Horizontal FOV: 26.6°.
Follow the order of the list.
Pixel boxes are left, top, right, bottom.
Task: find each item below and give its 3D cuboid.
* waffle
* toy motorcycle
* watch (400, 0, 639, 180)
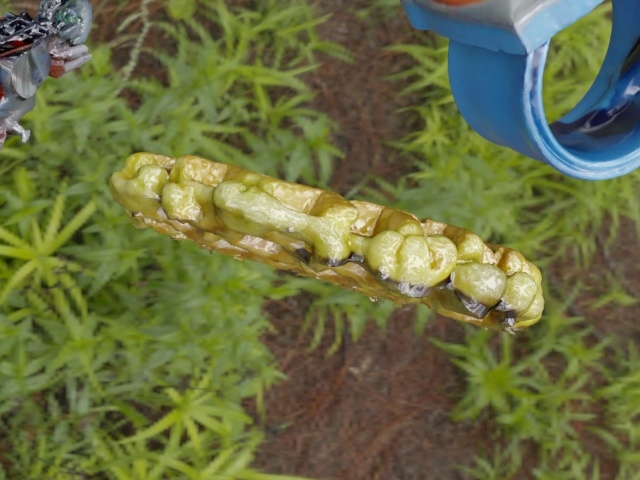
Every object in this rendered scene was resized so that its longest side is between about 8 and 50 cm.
[{"bbox_3d":[0.010,0.003,0.898,0.300,0.281,0.058,16,86,1],"label":"waffle"},{"bbox_3d":[-0.280,-0.151,1.246,0.213,0.082,0.122,-42,151,-45],"label":"toy motorcycle"},{"bbox_3d":[0.264,-0.226,1.327,0.305,0.241,0.274,-42,124,-9],"label":"watch"}]
